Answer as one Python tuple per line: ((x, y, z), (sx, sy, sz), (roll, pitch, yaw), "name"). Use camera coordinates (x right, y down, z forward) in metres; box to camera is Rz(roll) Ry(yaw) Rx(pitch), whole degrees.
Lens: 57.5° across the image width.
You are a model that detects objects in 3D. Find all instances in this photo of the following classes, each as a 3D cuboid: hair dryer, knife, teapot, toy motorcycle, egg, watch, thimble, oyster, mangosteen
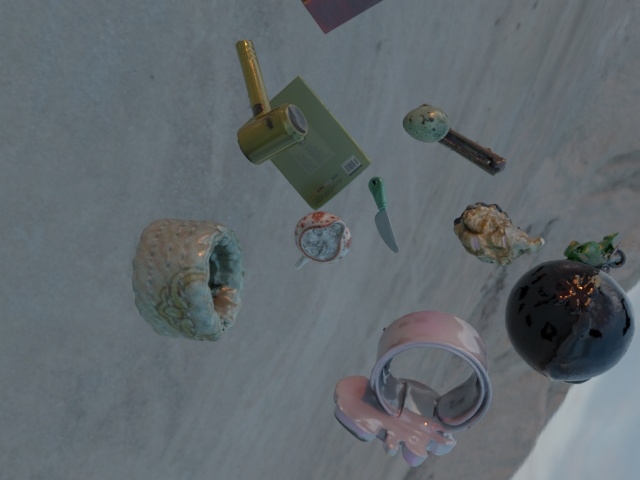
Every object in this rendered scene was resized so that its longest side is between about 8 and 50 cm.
((-0.127, -0.320, 1.274), (0.090, 0.135, 0.279), (4, 67, -56), "hair dryer")
((0.199, -0.081, 1.881), (0.034, 0.063, 0.260), (6, 70, -56), "knife")
((0.000, 0.000, 1.622), (0.245, 0.159, 0.116), (-55, -163, 36), "teapot")
((0.741, 0.043, 1.600), (0.074, 0.190, 0.106), (144, -68, -86), "toy motorcycle")
((0.249, -0.274, 1.373), (0.085, 0.110, 0.085), (3, 90, -81), "egg")
((0.164, 0.245, 1.011), (0.196, 0.244, 0.231), (-67, 180, -61), "watch")
((-0.310, 0.093, 1.394), (0.291, 0.195, 0.292), (4, 90, -76), "thimble")
((0.438, -0.326, 1.874), (0.043, 0.365, 0.089), (-1, 127, -59), "knife")
((0.399, -0.017, 1.285), (0.081, 0.191, 0.163), (110, -19, -62), "oyster")
((0.614, 0.216, 1.471), (0.307, 0.306, 0.347), (-56, 153, -28), "mangosteen")

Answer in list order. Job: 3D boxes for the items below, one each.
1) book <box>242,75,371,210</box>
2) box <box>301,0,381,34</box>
((-0.038, -0.295, 1.801), (0.239, 0.352, 0.035), (-40, -170, 9), "book")
((0.101, -0.811, 1.853), (0.313, 0.089, 0.197), (-25, 162, 16), "box")
